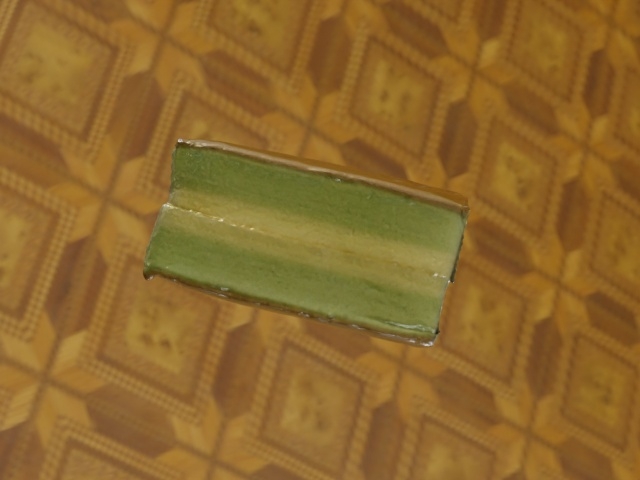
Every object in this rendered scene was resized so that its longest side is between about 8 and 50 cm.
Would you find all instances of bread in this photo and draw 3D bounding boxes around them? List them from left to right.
[{"bbox_3d":[-0.005,-0.001,0.758,0.139,0.084,0.074,12,93,2],"label":"bread"}]
